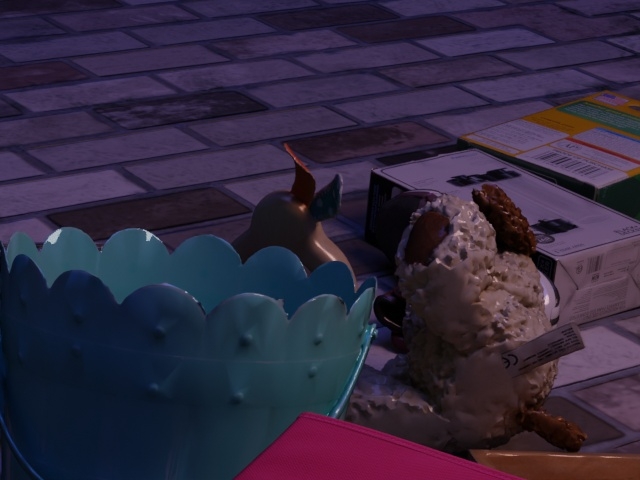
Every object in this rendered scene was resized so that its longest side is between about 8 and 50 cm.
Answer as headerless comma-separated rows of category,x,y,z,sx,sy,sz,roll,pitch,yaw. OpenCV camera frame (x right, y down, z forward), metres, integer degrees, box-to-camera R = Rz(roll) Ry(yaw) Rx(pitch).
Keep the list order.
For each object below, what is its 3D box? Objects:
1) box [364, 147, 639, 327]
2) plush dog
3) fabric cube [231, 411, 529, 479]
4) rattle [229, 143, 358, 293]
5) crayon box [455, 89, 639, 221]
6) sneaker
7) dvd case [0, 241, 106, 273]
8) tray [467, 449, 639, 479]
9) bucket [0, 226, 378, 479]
box,0.204,-0.006,2.038,0.169,0.087,0.290,-14,29,-39
plush dog,0.139,0.083,1.632,0.211,0.262,0.225,24,24,-1
fabric cube,0.032,0.289,1.053,0.254,0.259,0.258,15,26,21
rattle,0.000,0.000,1.535,0.130,0.199,0.143,24,28,37
crayon box,0.338,-0.093,2.289,0.203,0.083,0.323,23,28,36
sneaker,0.100,0.034,1.898,0.162,0.106,0.281,-13,29,-31
dvd case,-0.287,0.032,1.755,0.164,0.018,0.221,0,-14,-13
tray,0.243,0.241,1.348,0.203,0.076,0.411,2,8,-7
bucket,-0.105,0.101,1.355,0.281,0.183,0.281,6,7,-1
